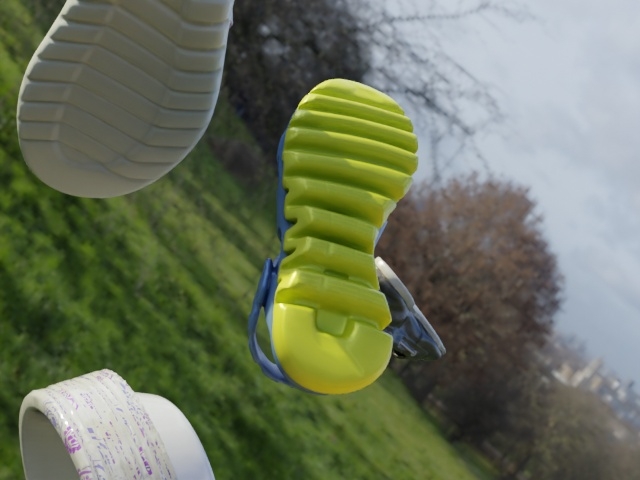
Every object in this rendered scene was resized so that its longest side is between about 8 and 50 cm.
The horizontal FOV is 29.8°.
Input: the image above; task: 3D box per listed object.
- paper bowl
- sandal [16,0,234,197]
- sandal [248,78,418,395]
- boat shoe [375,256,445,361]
[{"bbox_3d":[-0.206,0.276,1.282,0.284,0.148,0.284,39,-43,49],"label":"paper bowl"},{"bbox_3d":[-0.153,-0.203,1.074,0.169,0.416,0.102,19,39,-13],"label":"sandal"},{"bbox_3d":[0.000,0.000,1.038,0.126,0.317,0.138,20,-32,-11],"label":"sandal"},{"bbox_3d":[0.109,0.125,1.879,0.112,0.095,0.335,54,1,30],"label":"boat shoe"}]
